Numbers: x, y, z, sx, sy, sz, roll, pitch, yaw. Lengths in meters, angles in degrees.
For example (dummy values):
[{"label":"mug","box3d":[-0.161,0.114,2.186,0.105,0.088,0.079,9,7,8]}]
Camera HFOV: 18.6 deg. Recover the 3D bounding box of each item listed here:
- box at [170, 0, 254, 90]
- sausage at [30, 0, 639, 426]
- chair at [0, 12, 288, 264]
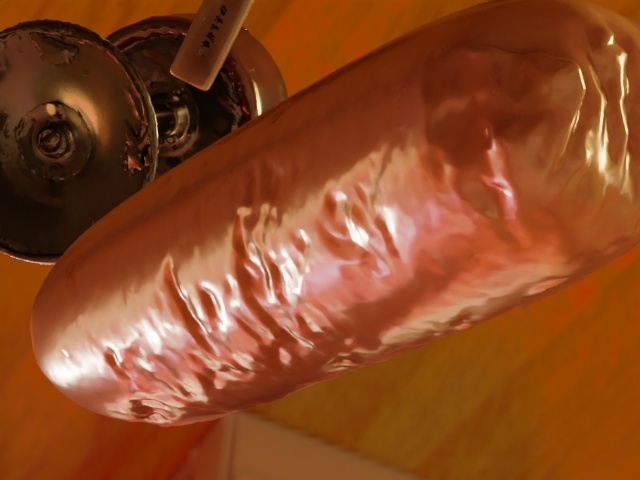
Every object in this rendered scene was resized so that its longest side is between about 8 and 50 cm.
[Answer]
[{"label":"box","box3d":[-0.110,-0.212,1.996,0.048,0.025,0.115,28,96,0]},{"label":"sausage","box3d":[0.001,0.000,0.593,0.086,0.086,0.289,30,150,-22]},{"label":"chair","box3d":[-0.192,-0.113,1.948,0.226,0.401,0.226,3,99,18]}]
